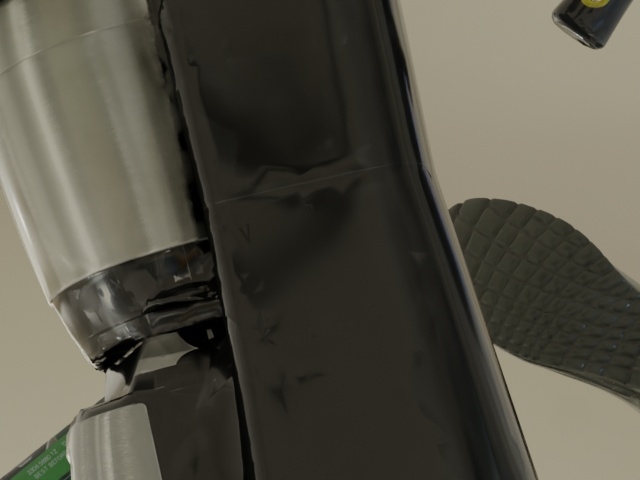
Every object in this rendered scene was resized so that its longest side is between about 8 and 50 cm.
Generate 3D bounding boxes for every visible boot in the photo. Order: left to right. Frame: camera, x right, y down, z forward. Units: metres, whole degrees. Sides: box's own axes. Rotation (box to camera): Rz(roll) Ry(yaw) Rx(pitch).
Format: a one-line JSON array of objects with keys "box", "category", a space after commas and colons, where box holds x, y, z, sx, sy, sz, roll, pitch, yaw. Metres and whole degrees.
[{"box": [0.180, 0.073, 1.087, 0.246, 0.083, 0.161, 28, 168, 27], "category": "boot"}]

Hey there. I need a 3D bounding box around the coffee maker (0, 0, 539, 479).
[{"box": [0.000, 0.000, 0.476, 0.171, 0.178, 0.120, -20, 168, 19], "category": "coffee maker"}]

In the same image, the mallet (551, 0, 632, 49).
[{"box": [0.137, -0.130, 0.520, 0.062, 0.189, 0.039, 30, 179, 21], "category": "mallet"}]

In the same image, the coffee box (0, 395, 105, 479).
[{"box": [-0.198, 0.194, 1.340, 0.040, 0.184, 0.113, 44, -123, 11], "category": "coffee box"}]
